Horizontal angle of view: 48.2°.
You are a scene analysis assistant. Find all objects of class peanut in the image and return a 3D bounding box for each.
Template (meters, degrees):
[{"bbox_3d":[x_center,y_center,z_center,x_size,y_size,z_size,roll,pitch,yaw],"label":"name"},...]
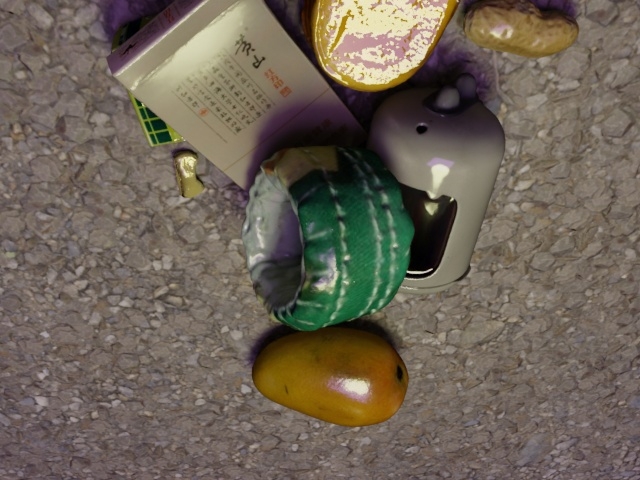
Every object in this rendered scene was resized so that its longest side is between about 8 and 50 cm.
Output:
[{"bbox_3d":[0.288,-0.304,1.017,0.174,0.080,0.080,5,130,-14],"label":"peanut"}]

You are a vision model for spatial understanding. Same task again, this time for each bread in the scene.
[{"bbox_3d":[0.080,-0.327,0.931,0.195,0.143,0.270,15,125,-14],"label":"bread"}]

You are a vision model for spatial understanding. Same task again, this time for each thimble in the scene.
[{"bbox_3d":[0.000,0.000,1.034,0.167,0.254,0.288,-9,150,-25],"label":"thimble"}]

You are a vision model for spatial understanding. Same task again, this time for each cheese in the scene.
[{"bbox_3d":[-0.214,-0.108,1.167,0.044,0.030,0.083,-17,128,-19],"label":"cheese"}]

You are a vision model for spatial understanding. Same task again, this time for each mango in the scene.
[{"bbox_3d":[0.016,0.266,1.420,0.317,0.173,0.211,4,137,7],"label":"mango"}]

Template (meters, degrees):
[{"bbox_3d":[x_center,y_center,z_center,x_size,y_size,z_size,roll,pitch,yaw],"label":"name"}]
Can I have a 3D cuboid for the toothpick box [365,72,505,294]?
[{"bbox_3d":[0.168,-0.099,1.104,0.229,0.229,0.316,4,128,-8],"label":"toothpick box"}]

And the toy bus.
[{"bbox_3d":[-0.230,-0.228,1.023,0.101,0.088,0.175,-9,132,5],"label":"toy bus"}]

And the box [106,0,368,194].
[{"bbox_3d":[-0.097,-0.194,1.004,0.204,0.051,0.365,-36,142,10],"label":"box"}]
